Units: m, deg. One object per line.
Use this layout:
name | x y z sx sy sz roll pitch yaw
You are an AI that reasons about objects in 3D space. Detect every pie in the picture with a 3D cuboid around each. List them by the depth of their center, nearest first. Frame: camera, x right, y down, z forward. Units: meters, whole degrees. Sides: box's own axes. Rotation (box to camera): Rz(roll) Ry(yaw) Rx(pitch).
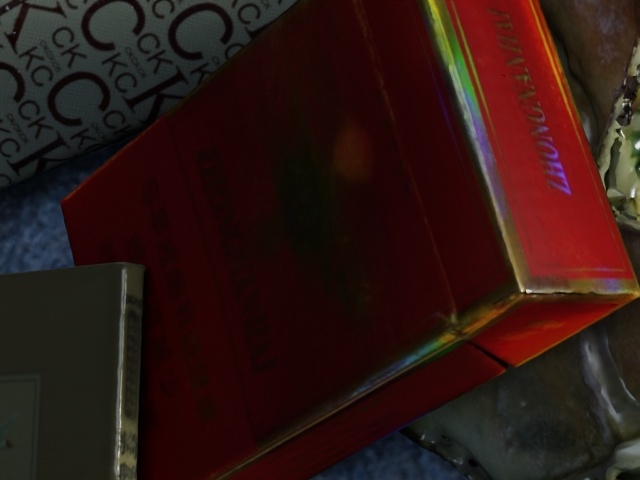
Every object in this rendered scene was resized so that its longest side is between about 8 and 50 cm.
pie | 0.116 -0.019 0.966 0.337 0.075 0.337 5 96 51

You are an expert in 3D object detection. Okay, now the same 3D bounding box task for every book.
book | -0.185 0.172 1.046 0.217 0.021 0.310 -5 79 38

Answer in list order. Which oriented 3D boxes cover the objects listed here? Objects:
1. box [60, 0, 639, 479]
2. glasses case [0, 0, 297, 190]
box | 0.000 0.001 0.973 0.313 0.089 0.197 -35 63 43
glasses case | -0.101 -0.140 1.107 0.354 0.085 0.137 -23 97 12
